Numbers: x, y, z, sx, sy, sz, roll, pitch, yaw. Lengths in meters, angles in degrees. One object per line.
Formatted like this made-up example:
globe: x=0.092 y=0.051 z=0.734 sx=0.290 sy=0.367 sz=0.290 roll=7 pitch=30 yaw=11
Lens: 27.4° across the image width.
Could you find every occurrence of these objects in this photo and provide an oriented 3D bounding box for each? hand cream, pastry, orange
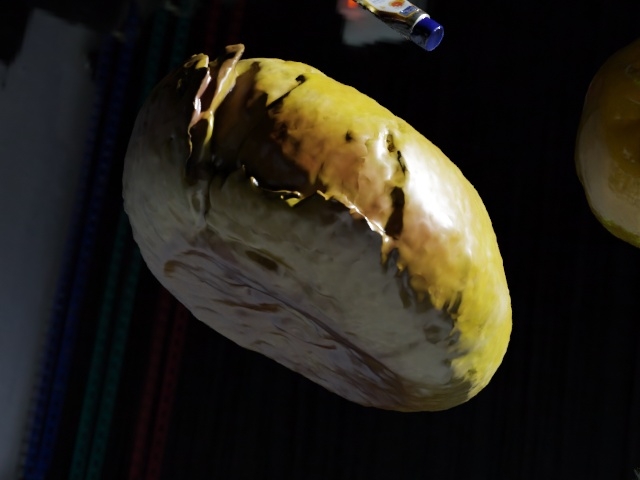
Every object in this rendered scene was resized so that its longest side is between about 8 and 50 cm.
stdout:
hand cream: x=0.080 y=-0.283 z=1.615 sx=0.163 sy=0.039 sz=0.062 roll=34 pitch=46 yaw=28
pastry: x=0.000 y=0.000 z=1.026 sx=0.356 sy=0.164 sz=0.356 roll=29 pitch=-22 yaw=13
orange: x=0.414 y=-0.113 z=1.456 sx=0.279 sy=0.279 sz=0.235 roll=-2 pitch=-21 yaw=43

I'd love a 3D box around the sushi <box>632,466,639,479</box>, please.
sushi: x=0.265 y=0.302 z=0.697 sx=0.285 sy=0.328 sz=0.329 roll=21 pitch=-26 yaw=-5
